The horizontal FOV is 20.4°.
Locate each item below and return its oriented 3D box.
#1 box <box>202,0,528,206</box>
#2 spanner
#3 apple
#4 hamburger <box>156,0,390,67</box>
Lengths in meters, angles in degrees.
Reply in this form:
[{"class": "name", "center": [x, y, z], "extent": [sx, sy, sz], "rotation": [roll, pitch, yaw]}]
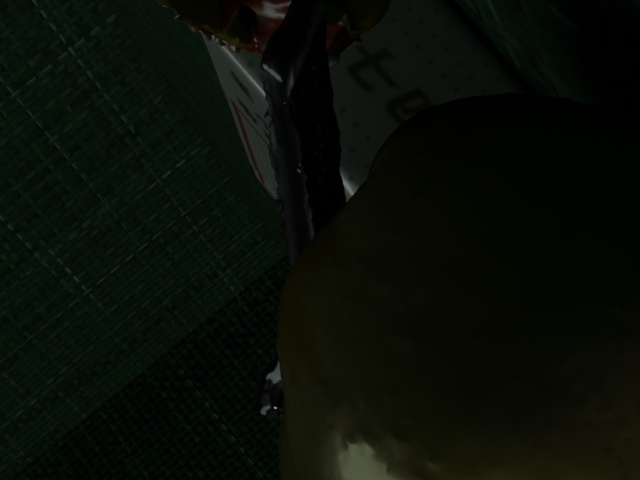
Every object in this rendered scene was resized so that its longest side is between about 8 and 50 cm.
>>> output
[{"class": "box", "center": [0.049, -0.021, 0.912], "extent": [0.210, 0.095, 0.330], "rotation": [50, 174, 10]}, {"class": "spanner", "center": [0.000, 0.000, 0.665], "extent": [0.026, 0.093, 0.325], "rotation": [25, 160, 11]}, {"class": "apple", "center": [0.075, 0.046, 0.602], "extent": [0.200, 0.200, 0.200], "rotation": [51, 176, 5]}, {"class": "hamburger", "center": [-0.042, -0.154, 0.571], "extent": [0.173, 0.116, 0.210], "rotation": [51, 177, 43]}]
